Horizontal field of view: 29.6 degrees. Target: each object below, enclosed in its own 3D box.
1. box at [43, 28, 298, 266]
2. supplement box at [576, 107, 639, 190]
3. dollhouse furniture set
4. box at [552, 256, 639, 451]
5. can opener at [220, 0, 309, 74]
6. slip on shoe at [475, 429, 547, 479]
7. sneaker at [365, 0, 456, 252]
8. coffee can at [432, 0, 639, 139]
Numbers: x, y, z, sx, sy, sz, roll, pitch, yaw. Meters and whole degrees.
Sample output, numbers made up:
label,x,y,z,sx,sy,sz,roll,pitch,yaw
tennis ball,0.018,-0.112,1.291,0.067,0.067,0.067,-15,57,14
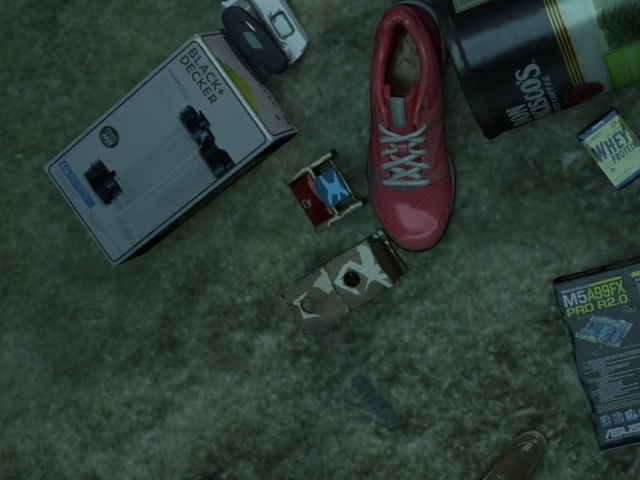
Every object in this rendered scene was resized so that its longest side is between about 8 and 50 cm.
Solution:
label,x,y,z,sx,sy,sz,roll,pitch,yaw
box,-0.193,-0.117,1.541,0.290,0.087,0.169,-35,88,23
supplement box,0.352,-0.110,1.445,0.056,0.083,0.083,-39,87,14
dollhouse furniture set,0.000,0.000,1.512,0.129,0.129,0.183,-32,90,14
box,0.440,0.118,1.464,0.270,0.060,0.216,-16,92,13
can opener,-0.114,-0.336,1.517,0.076,0.095,0.283,-32,95,13
slip on shoe,0.235,0.297,1.538,0.135,0.041,0.051,-43,86,14
sneaker,0.096,-0.137,1.472,0.116,0.136,0.313,-2,96,14
coffee can,0.286,-0.256,1.383,0.275,0.201,0.201,-20,92,14
